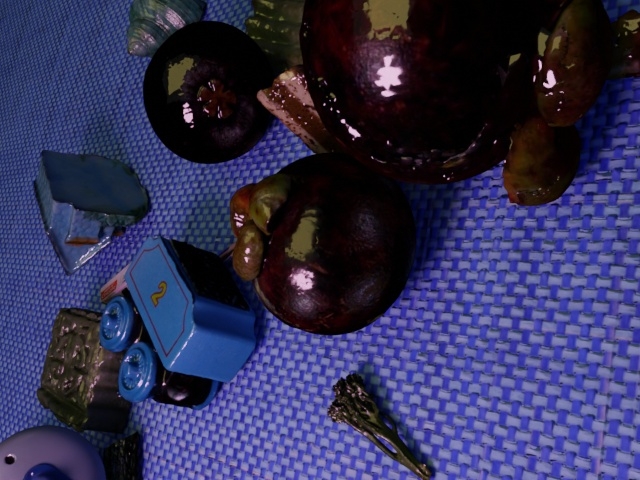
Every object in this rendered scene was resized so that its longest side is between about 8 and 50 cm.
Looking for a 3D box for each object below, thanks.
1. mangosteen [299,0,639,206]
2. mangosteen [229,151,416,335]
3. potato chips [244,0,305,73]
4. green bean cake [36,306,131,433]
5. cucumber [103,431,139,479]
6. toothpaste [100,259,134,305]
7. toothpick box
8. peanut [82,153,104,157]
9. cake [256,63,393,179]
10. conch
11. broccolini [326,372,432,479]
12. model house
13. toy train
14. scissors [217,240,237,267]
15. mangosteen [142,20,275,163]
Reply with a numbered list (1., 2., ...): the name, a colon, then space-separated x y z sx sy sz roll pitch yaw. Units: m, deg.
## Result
1. mangosteen: 0.180 -0.245 0.895 0.381 0.421 0.381 -157 90 -86
2. mangosteen: 0.000 0.000 1.008 0.288 0.288 0.288 -17 63 39
3. potato chips: -0.016 -0.535 1.344 0.389 0.097 0.374 -14 69 40
4. green bean cake: -0.507 0.281 1.502 0.241 0.132 0.255 11 83 42
5. cucumber: -0.392 0.515 1.344 0.077 0.077 0.266 -26 60 35
6. toothpaste: -0.434 0.088 1.563 0.196 0.040 0.047 -36 51 30
7. toothpick box: -0.538 0.490 1.319 0.354 0.262 0.263 -36 50 54
8. peanut: -0.623 -0.194 1.826 0.174 0.080 0.080 1 75 40
9. cake: 0.028 -0.164 1.069 0.112 0.246 0.135 -30 59 35
10. conch: -0.403 -0.536 1.697 0.196 0.134 0.202 22 89 47
11. broccolini: 0.091 0.279 0.998 0.201 0.058 0.074 38 117 29
12. model house: -0.567 -0.046 1.649 0.261 0.225 0.241 56 128 44
13. toy train: -0.271 0.149 1.280 0.265 0.188 0.300 -56 43 13
14. scissors: -0.177 0.028 1.357 0.113 0.012 0.039 -39 51 27
15. mangosteen: -0.224 -0.296 1.373 0.275 0.274 0.302 -61 18 8
